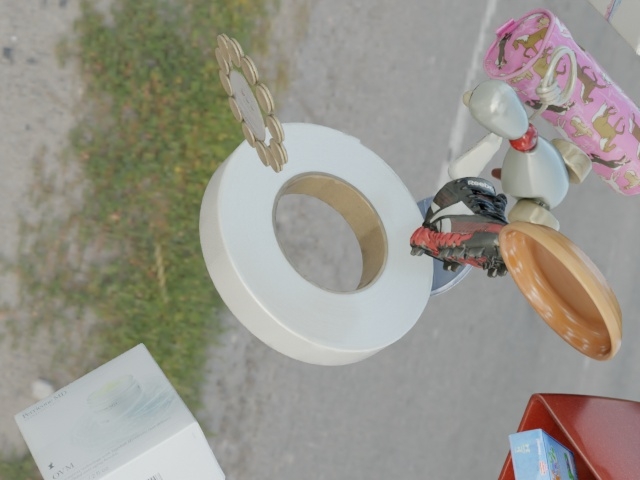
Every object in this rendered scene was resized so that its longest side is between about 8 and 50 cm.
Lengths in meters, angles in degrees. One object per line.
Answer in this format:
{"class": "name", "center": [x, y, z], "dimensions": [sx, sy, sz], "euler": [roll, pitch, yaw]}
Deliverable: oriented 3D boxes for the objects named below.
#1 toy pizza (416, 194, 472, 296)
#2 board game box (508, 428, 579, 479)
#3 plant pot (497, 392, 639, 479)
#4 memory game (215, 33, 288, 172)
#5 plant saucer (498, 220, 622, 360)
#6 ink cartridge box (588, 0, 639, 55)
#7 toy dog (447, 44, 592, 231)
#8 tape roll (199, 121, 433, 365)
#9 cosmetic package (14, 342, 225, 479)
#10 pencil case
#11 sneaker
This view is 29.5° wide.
{"class": "toy pizza", "center": [0.194, 0.012, 2.078], "dimensions": [0.032, 0.201, 0.201], "euler": [40, 64, -44]}
{"class": "board game box", "center": [0.239, 0.284, 1.227], "dimensions": [0.211, 0.039, 0.160], "euler": [41, 40, -65]}
{"class": "plant pot", "center": [0.373, 0.344, 1.415], "dimensions": [0.236, 0.267, 0.267], "euler": [-5, 129, -24]}
{"class": "memory game", "center": [-0.086, -0.170, 1.515], "dimensions": [0.012, 0.186, 0.186], "euler": [-26, 131, -15]}
{"class": "plant saucer", "center": [0.290, 0.054, 1.444], "dimensions": [0.037, 0.200, 0.200], "euler": [-36, 140, -11]}
{"class": "ink cartridge box", "center": [0.450, -0.278, 1.478], "dimensions": [0.117, 0.201, 0.278], "euler": [-59, -162, 23]}
{"class": "toy dog", "center": [0.296, -0.147, 1.906], "dimensions": [0.220, 0.161, 0.333], "euler": [-42, 133, -27]}
{"class": "tape roll", "center": [0.000, 0.000, 1.880], "dimensions": [0.392, 0.072, 0.391], "euler": [15, 59, -26]}
{"class": "cosmetic package", "center": [-0.299, 0.305, 1.797], "dimensions": [0.224, 0.225, 0.138], "euler": [-30, 127, -14]}
{"class": "pencil case", "center": [0.455, -0.237, 2.099], "dimensions": [0.386, 0.167, 0.160], "euler": [36, 73, -28]}
{"class": "sneaker", "center": [0.208, -0.025, 1.660], "dimensions": [0.135, 0.098, 0.276], "euler": [-66, -166, -3]}
